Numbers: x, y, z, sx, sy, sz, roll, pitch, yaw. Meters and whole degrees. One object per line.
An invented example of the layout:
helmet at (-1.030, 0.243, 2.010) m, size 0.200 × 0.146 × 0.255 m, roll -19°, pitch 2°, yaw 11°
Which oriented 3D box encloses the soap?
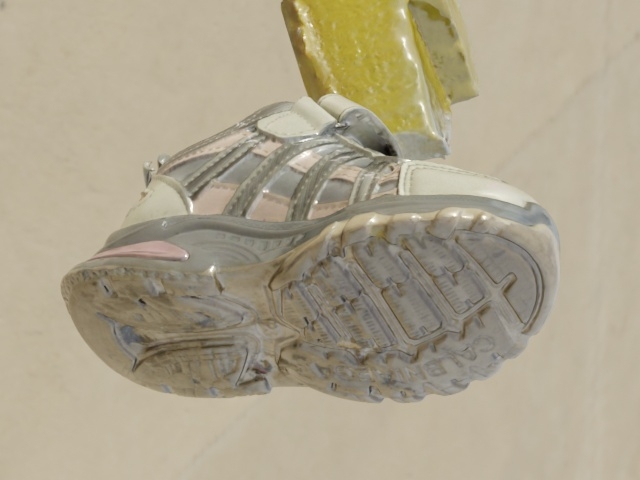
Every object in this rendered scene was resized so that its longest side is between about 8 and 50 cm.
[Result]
soap at (0.033, -0.270, 1.476) m, size 0.304 × 0.169 × 0.339 m, roll -84°, pitch 154°, yaw -61°

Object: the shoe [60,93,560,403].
shoe at (0.000, 0.000, 0.539) m, size 0.092 × 0.180 × 0.089 m, roll -77°, pitch 151°, yaw -42°
